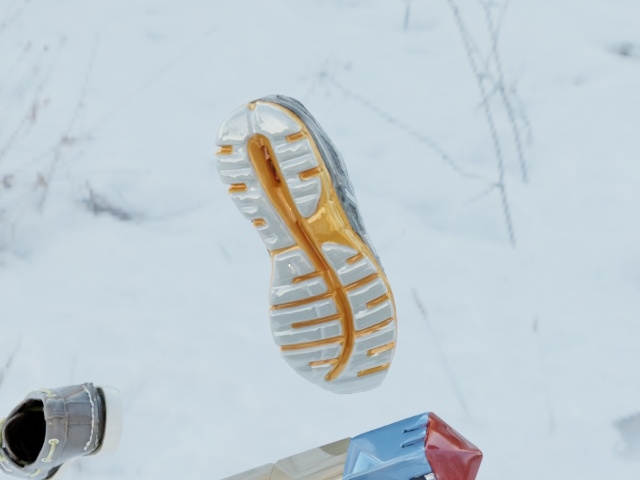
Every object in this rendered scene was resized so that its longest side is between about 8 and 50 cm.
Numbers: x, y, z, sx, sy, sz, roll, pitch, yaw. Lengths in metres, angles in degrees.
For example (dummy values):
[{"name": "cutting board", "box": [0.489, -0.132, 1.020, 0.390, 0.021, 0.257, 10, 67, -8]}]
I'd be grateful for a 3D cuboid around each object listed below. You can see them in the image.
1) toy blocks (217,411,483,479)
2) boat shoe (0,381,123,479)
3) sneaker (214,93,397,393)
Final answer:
[{"name": "toy blocks", "box": [0.057, 0.254, 0.866, 0.261, 0.381, 0.190, -21, 18, 15]}, {"name": "boat shoe", "box": [-0.350, 0.241, 1.921, 0.097, 0.324, 0.116, 5, 74, -30]}, {"name": "sneaker", "box": [0.000, 0.000, 1.001, 0.084, 0.214, 0.083, -13, 19, 14]}]
